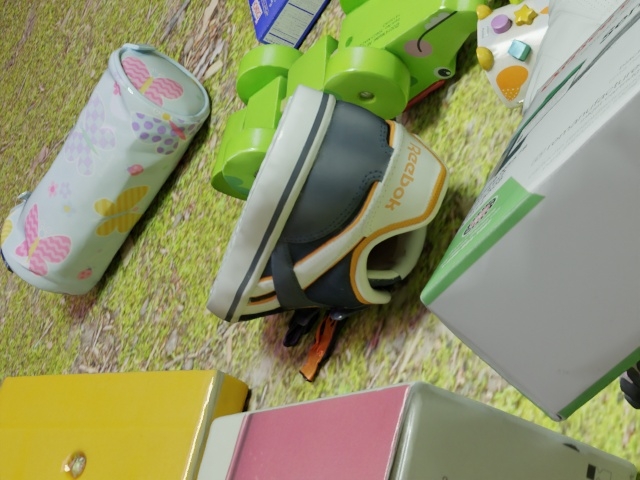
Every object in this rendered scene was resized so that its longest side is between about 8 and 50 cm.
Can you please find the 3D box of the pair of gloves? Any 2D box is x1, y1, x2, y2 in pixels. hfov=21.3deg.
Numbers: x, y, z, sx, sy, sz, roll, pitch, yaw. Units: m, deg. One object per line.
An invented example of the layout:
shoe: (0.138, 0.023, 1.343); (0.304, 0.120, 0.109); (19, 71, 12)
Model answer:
pair of gloves: (-0.003, 0.061, 1.290); (0.074, 0.010, 0.083); (-61, 24, 13)

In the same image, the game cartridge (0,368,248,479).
game cartridge: (-0.204, 0.264, 1.388); (0.285, 0.053, 0.323); (-6, 64, 43)

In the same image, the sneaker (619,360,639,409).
sneaker: (0.230, -0.001, 0.753); (0.275, 0.107, 0.110); (-34, 31, 51)

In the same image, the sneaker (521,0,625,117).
sneaker: (0.207, -0.127, 0.921); (0.292, 0.108, 0.169); (157, 130, -69)

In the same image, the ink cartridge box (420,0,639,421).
ink cartridge box: (0.154, -0.044, 0.791); (0.160, 0.092, 0.219); (-46, 6, 36)

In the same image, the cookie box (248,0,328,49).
cookie box: (-0.021, -0.237, 1.558); (0.107, 0.040, 0.092); (-54, 27, 26)

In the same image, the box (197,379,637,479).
box: (0.037, 0.167, 0.938); (0.232, 0.149, 0.126); (-21, 51, 60)

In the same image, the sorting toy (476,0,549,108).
sorting toy: (0.146, -0.143, 1.140); (0.075, 0.045, 0.083); (-25, 44, 30)

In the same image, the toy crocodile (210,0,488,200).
toy crocodile: (0.019, -0.116, 1.313); (0.340, 0.105, 0.115); (-35, 38, 43)

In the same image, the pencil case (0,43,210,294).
pencil case: (-0.222, -0.069, 1.737); (0.273, 0.113, 0.124); (-52, 50, 29)

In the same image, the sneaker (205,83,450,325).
sneaker: (0.000, 0.000, 1.218); (0.321, 0.128, 0.126); (126, 165, -71)
